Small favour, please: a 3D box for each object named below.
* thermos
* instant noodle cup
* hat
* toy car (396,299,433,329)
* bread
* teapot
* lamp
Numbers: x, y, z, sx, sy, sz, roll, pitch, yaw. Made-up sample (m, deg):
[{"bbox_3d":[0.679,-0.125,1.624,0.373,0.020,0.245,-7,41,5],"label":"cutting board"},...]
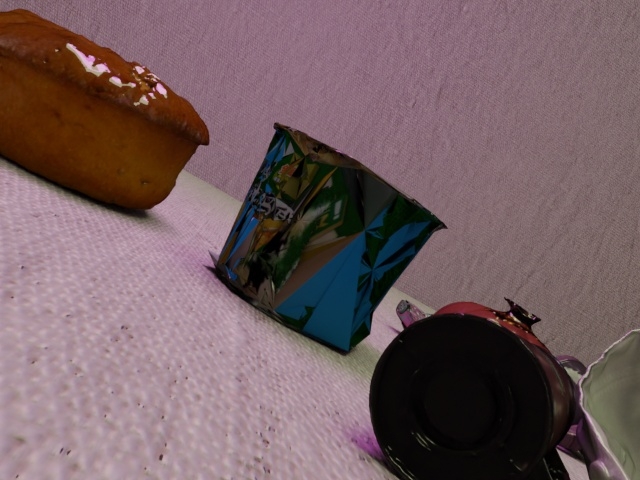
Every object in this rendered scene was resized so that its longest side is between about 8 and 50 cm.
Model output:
[{"bbox_3d":[0.160,0.139,0.486,0.136,0.109,0.330,30,2,29],"label":"thermos"},{"bbox_3d":[0.000,0.000,0.682,0.240,0.178,0.240,30,2,-1],"label":"instant noodle cup"},{"bbox_3d":[0.324,0.230,0.473,0.301,0.168,0.258,55,13,-28],"label":"hat"},{"bbox_3d":[0.178,0.159,1.050,0.069,0.055,0.142,28,16,-26],"label":"toy car"},{"bbox_3d":[-0.294,-0.159,0.741,0.312,0.172,0.312,25,4,-2],"label":"bread"},{"bbox_3d":[0.362,0.241,0.852,0.148,0.116,0.146,33,10,-33],"label":"teapot"},{"bbox_3d":[0.218,0.145,0.753,0.182,0.140,0.182,33,-1,1],"label":"lamp"}]
